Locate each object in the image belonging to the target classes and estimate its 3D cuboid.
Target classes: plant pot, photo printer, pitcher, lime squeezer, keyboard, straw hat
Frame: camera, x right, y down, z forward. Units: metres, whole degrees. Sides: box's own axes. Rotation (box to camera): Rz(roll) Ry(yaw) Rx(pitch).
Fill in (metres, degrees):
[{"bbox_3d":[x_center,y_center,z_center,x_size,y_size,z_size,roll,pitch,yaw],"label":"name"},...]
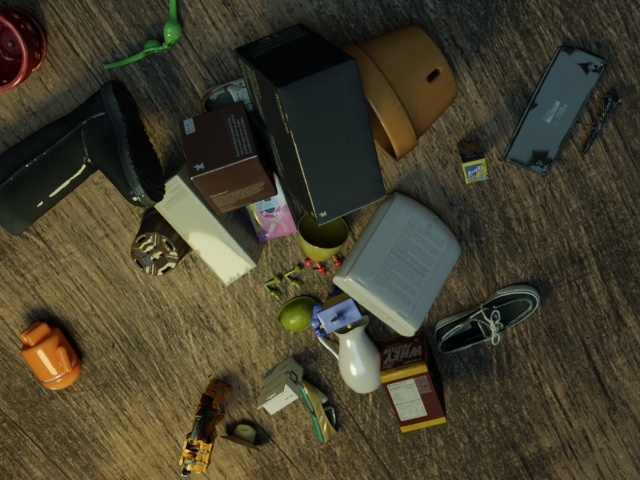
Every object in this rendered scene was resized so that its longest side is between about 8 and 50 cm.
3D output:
[{"bbox_3d":[-0.758,-0.464,1.766,0.191,0.174,0.191,2,114,4],"label":"plant pot"},{"bbox_3d":[0.000,0.000,1.950,0.134,0.134,0.095,13,139,-1],"label":"plant pot"},{"bbox_3d":[0.206,0.048,1.880,0.256,0.107,0.307,37,69,-13],"label":"photo printer"},{"bbox_3d":[0.084,0.320,2.089,0.178,0.125,0.207,-4,112,37],"label":"pitcher"},{"bbox_3d":[-0.404,-0.499,1.787,0.110,0.059,0.310,39,112,-12],"label":"lime squeezer"},{"bbox_3d":[0.177,-0.356,1.702,0.203,0.291,0.290,-34,108,-1],"label":"plant pot"},{"bbox_3d":[-0.417,0.003,1.952,0.167,0.165,0.166,2,113,4],"label":"plant pot"},{"bbox_3d":[0.603,-0.301,1.810,0.202,0.033,0.317,24,115,1],"label":"keyboard"},{"bbox_3d":[-0.231,0.592,2.252,0.145,0.144,0.061,22,76,-5],"label":"straw hat"}]

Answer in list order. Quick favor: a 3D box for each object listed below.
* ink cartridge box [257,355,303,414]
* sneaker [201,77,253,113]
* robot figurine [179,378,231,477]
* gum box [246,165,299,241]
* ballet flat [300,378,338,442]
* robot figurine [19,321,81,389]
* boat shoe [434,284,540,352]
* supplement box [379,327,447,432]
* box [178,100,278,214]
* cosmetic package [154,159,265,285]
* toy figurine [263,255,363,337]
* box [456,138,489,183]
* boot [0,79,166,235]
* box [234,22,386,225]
[{"bbox_3d":[-0.114,0.421,2.105,0.104,0.180,0.060,-36,106,18],"label":"ink cartridge box"},{"bbox_3d":[-0.152,-0.355,1.797,0.290,0.123,0.105,-17,110,10],"label":"sneaker"},{"bbox_3d":[-0.329,0.538,2.113,0.085,0.291,0.211,15,115,-2],"label":"robot figurine"},{"bbox_3d":[-0.134,-0.094,1.942,0.107,0.062,0.188,-15,112,11],"label":"gum box"},{"bbox_3d":[-0.005,0.494,2.200,0.073,0.080,0.232,-25,115,-15],"label":"ballet flat"},{"bbox_3d":[-0.780,0.342,2.150,0.158,0.128,0.219,-21,111,13],"label":"robot figurine"},{"bbox_3d":[0.454,0.220,2.012,0.306,0.105,0.113,-21,111,13],"label":"boat shoe"},{"bbox_3d":[0.256,0.384,2.053,0.129,0.191,0.194,-17,112,13],"label":"supplement box"},{"bbox_3d":[-0.220,-0.194,1.789,0.167,0.168,0.203,-18,155,4],"label":"box"},{"bbox_3d":[-0.289,-0.052,1.922,0.113,0.160,0.309,-33,106,18],"label":"cosmetic package"},{"bbox_3d":[0.016,0.160,1.959,0.363,0.217,0.191,-24,110,14],"label":"toy figurine"},{"bbox_3d":[0.369,-0.194,1.799,0.059,0.169,0.054,-13,112,10],"label":"box"},{"bbox_3d":[-0.625,-0.142,1.837,0.445,0.367,0.146,-29,152,12],"label":"boot"},{"bbox_3d":[-0.023,-0.266,1.667,0.179,0.312,0.343,-24,126,-10],"label":"box"}]
